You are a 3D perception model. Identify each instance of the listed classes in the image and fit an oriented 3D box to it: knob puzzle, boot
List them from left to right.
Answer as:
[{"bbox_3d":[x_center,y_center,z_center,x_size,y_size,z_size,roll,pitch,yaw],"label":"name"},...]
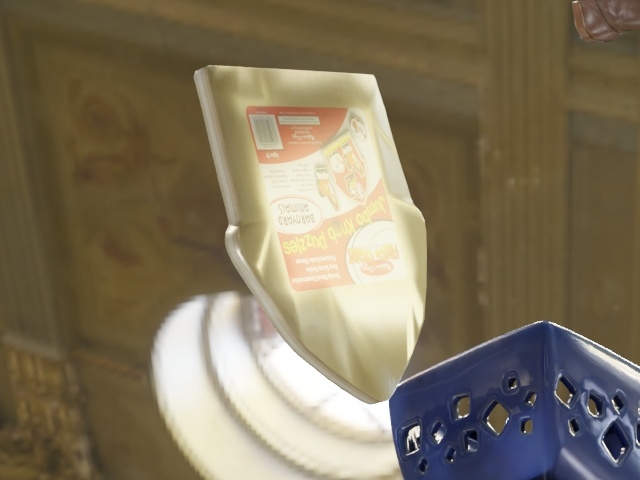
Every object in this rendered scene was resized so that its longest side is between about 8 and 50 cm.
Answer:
[{"bbox_3d":[0.000,0.000,1.038,0.030,0.213,0.213,-19,-156,32],"label":"knob puzzle"},{"bbox_3d":[0.181,-0.172,1.101,0.037,0.106,0.114,-22,-173,-18],"label":"boot"}]

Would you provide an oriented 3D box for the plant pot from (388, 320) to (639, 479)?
[{"bbox_3d":[0.224,0.246,1.905,0.236,0.236,0.212,-27,-131,40],"label":"plant pot"}]
